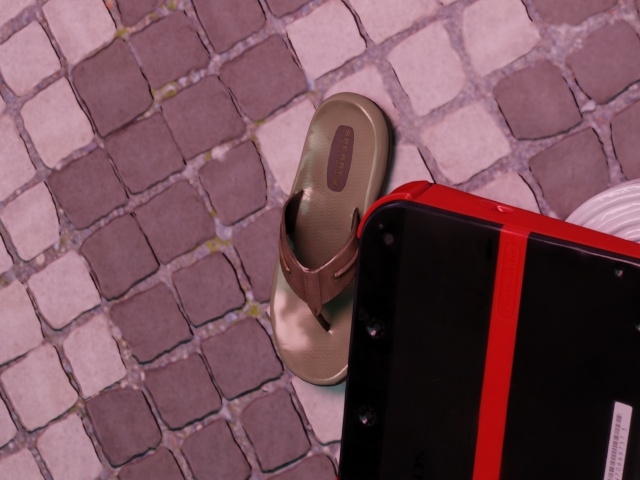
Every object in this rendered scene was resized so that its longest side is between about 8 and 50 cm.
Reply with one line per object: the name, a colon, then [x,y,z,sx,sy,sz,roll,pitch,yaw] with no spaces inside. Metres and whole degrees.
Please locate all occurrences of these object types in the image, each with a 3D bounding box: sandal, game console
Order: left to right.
sandal: [-0.001,-0.001,1.828,0.120,0.086,0.303,8,97,24]
game console: [0.170,0.156,1.717,0.342,0.060,0.386,16,112,32]

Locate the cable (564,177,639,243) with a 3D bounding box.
cable: [0.322,0.066,1.682,0.257,0.089,0.257,26,104,21]
